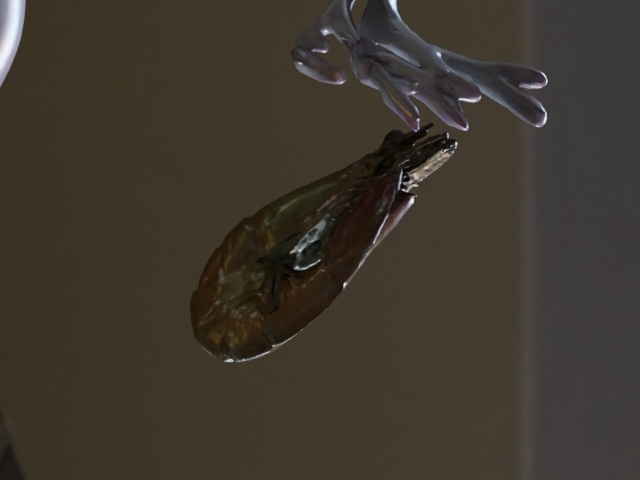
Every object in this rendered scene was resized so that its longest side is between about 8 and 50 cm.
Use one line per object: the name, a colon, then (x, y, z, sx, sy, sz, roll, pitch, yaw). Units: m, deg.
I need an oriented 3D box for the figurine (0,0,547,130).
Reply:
figurine: (-0.053, -0.156, 0.872, 0.315, 0.284, 0.206, -23, -53, 2)

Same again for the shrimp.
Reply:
shrimp: (0.001, 0.000, 1.481, 0.267, 0.145, 0.061, -35, -56, 11)
